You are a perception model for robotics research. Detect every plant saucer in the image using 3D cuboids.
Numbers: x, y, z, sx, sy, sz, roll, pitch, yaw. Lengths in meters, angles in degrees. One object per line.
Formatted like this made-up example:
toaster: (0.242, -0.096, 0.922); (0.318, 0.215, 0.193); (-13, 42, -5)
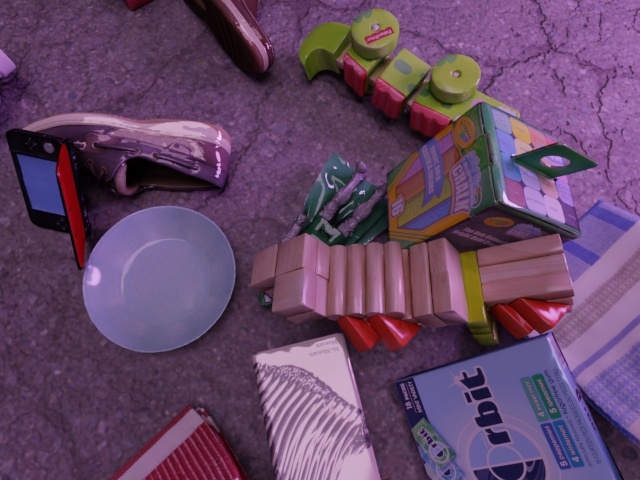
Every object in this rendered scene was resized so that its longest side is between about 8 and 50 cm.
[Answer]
plant saucer: (-0.207, 0.050, 0.579); (0.195, 0.037, 0.194); (0, 73, -1)

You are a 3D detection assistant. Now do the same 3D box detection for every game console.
game console: (-0.342, -0.050, 0.545); (0.124, 0.143, 0.085); (12, 34, 4)

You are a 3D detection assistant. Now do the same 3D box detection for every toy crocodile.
toy crocodile: (0.122, -0.219, 0.629); (0.341, 0.115, 0.105); (35, 81, 12)

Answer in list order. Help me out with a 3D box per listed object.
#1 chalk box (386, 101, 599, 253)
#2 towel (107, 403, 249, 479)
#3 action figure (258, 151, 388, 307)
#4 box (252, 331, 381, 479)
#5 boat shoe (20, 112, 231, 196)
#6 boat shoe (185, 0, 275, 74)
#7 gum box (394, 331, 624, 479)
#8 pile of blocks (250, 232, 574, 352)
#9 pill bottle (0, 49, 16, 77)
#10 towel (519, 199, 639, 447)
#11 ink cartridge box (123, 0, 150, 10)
chalk box: (0.192, -0.056, 0.500); (0.133, 0.213, 0.131); (17, 60, -27)
towel: (-0.134, 0.350, 0.409); (0.237, 0.037, 0.329); (-43, 47, -11)
action figure: (0.000, 0.000, 0.587); (0.137, 0.063, 0.232); (39, 79, 8)
box: (0.006, 0.251, 0.486); (0.113, 0.094, 0.274); (-14, 72, -5)
boat shoe: (-0.267, -0.107, 0.597); (0.286, 0.102, 0.092); (-1, 67, -7)
boat shoe: (-0.135, -0.373, 0.687); (0.095, 0.095, 0.257); (-33, 75, -16)
gum box: (0.193, 0.204, 0.478); (0.185, 0.041, 0.156); (-29, 71, 31)
pile of blocks: (0.102, 0.076, 0.489); (0.363, 0.148, 0.112); (1, 59, 5)
pill bottle: (-0.560, -0.190, 0.596); (0.146, 0.146, 0.264); (38, 75, 11)
towel: (0.338, 0.087, 0.454); (0.209, 0.034, 0.285); (-48, 35, 8)
ink cartridge box: (-0.328, -0.476, 0.674); (0.072, 0.175, 0.127); (-36, 76, -11)
